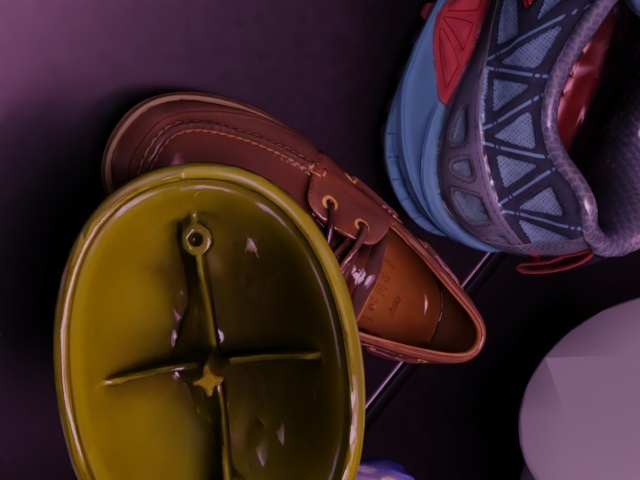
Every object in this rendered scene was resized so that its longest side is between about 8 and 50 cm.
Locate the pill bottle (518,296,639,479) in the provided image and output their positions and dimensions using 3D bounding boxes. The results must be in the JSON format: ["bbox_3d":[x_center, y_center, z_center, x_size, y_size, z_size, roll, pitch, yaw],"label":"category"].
[{"bbox_3d":[0.209,0.177,0.586,0.181,0.181,0.323,-43,127,-15],"label":"pill bottle"}]

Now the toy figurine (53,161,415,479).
[{"bbox_3d":[-0.034,0.162,0.448,0.191,0.217,0.362,-12,89,11],"label":"toy figurine"}]

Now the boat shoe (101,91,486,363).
[{"bbox_3d":[0.000,0.001,0.438,0.178,0.060,0.064,31,88,-40],"label":"boat shoe"}]

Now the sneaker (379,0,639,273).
[{"bbox_3d":[0.117,-0.112,0.438,0.104,0.125,0.262,3,106,-38],"label":"sneaker"}]
